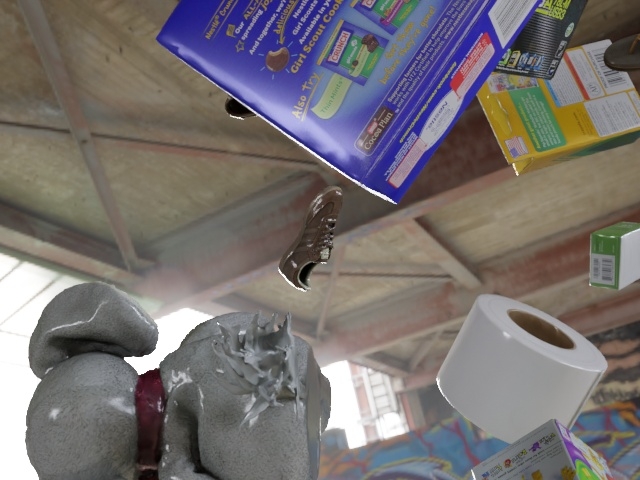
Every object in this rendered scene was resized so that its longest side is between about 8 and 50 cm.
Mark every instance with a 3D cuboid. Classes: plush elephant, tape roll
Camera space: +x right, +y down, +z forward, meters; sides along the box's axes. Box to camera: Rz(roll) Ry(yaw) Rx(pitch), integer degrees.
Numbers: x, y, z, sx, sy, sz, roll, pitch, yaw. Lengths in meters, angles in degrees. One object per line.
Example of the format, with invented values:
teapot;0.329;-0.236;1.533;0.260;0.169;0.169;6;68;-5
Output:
plush elephant;-0.131;0.173;0.613;0.255;0.272;0.330;-4;-39;5
tape roll;0.349;0.225;1.247;0.246;0.246;0.169;9;-69;-41

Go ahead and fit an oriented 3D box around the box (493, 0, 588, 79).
box;0.280;-0.302;0.901;0.190;0.045;0.184;-9;-52;-49

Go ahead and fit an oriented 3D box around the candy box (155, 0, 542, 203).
candy box;0.022;-0.236;0.759;0.268;0.317;0.122;-55;-25;6

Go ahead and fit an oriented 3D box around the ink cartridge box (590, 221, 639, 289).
ink cartridge box;0.623;0.023;1.448;0.062;0.109;0.209;9;17;44

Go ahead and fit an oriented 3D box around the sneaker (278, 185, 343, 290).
sneaker;0.000;0.000;1.189;0.066;0.071;0.188;-2;-52;-49

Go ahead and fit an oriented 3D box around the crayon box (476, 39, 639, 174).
crayon box;0.451;-0.256;1.381;0.322;0.203;0.083;-16;-17;-14

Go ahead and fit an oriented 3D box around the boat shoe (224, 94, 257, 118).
boat shoe;-0.078;-0.288;1.348;0.257;0.095;0.095;-18;22;38

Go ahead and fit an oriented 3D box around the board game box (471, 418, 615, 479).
board game box;0.318;0.394;0.887;0.144;0.275;0.142;-40;-61;21

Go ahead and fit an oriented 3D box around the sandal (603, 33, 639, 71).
sandal;0.603;-0.351;1.224;0.219;0.090;0.060;-7;-42;27
